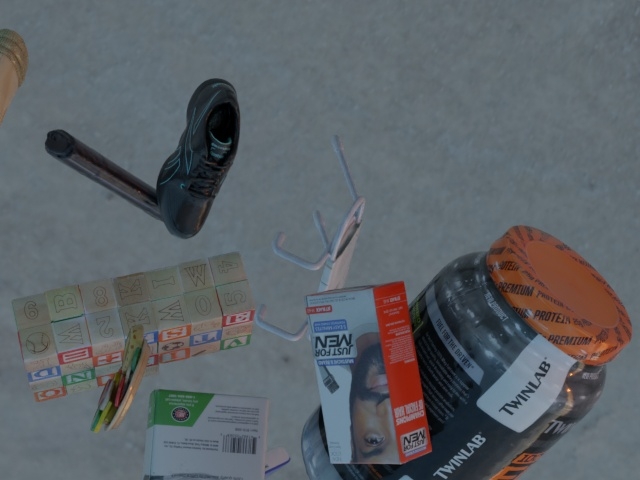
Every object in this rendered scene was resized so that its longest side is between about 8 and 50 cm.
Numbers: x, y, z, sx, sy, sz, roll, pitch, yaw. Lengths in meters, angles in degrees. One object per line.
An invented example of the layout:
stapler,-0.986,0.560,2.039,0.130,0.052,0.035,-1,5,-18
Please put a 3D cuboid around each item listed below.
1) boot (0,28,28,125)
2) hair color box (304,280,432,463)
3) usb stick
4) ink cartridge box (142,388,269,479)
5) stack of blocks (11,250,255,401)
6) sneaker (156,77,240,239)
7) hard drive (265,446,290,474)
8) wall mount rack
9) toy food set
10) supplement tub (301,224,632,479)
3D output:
boot,-0.503,-0.170,1.782,0.095,0.203,0.262,25,147,-15
hair color box,0.045,0.128,1.202,0.093,0.053,0.167,-10,91,43
usb stick,-0.330,-0.100,2.002,0.077,0.045,0.278,23,172,40
ink cartridge box,-0.153,0.304,1.615,0.153,0.208,0.087,7,166,-13
stack of blocks,-0.243,0.115,1.644,0.297,0.087,0.171,-12,158,-12
sneaker,-0.192,-0.126,1.995,0.101,0.106,0.267,10,100,-24
hard drive,-0.226,0.519,2.440,0.319,0.210,0.040,-39,77,23
wall mount rack,0.000,0.000,2.189,0.131,0.304,0.350,26,138,9
toy food set,-0.159,0.114,1.001,0.020,0.082,0.083,24,116,-12
supplement tub,0.149,0.156,1.298,0.207,0.207,0.338,36,118,-7
